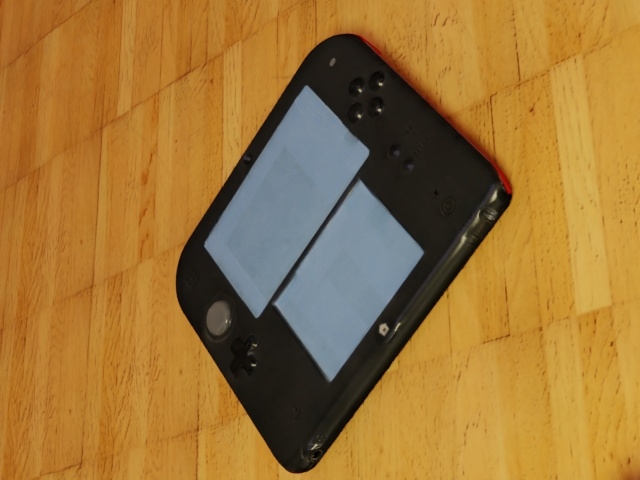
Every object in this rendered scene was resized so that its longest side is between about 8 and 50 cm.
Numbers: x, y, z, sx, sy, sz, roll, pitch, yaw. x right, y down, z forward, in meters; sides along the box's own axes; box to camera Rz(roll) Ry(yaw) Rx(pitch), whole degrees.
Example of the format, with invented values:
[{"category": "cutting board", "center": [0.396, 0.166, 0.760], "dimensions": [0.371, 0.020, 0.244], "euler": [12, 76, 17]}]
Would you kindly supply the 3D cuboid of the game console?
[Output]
[{"category": "game console", "center": [0.000, 0.000, 1.268], "dimensions": [0.386, 0.060, 0.342], "euler": [-56, 41, 19]}]
